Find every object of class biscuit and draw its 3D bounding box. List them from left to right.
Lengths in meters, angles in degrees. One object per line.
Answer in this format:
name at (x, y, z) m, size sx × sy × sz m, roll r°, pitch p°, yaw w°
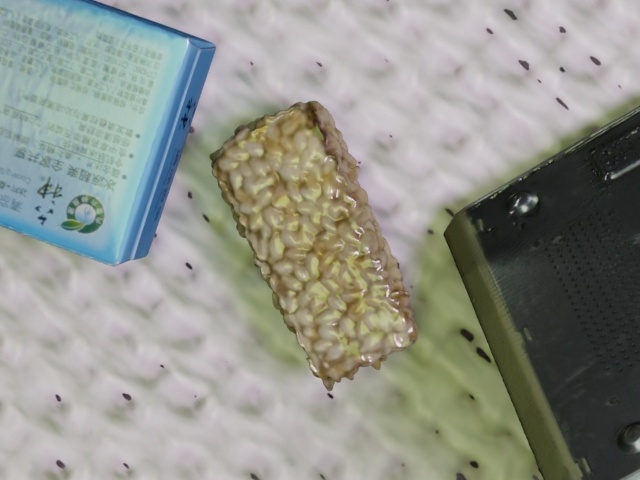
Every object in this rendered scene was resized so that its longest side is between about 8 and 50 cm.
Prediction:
biscuit at (0.000, 0.000, 1.032) m, size 0.082 × 0.070 × 0.168 m, roll -26°, pitch 88°, yaw 5°

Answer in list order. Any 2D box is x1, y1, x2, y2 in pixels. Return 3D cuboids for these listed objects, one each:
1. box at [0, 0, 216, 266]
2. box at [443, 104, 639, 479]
box at (-0.196, -0.090, 1.048) m, size 0.232 × 0.083 × 0.142 m, roll 19°, pitch 96°, yaw 5°
box at (0.186, 0.022, 0.920) m, size 0.211 × 0.270 × 0.045 m, roll -29°, pitch 124°, yaw 11°
